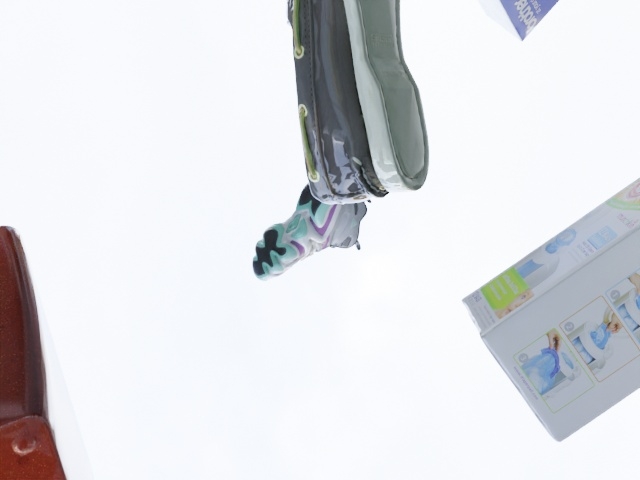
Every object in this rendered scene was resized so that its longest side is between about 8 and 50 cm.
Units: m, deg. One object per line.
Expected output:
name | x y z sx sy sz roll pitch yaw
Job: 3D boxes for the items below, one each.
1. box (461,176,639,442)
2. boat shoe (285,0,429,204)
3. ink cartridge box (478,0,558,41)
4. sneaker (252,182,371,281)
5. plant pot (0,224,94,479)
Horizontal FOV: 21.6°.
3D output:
box | 0.223 0.040 1.253 0.103 0.203 0.114 54 -175 -11
boat shoe | 0.010 -0.136 1.016 0.081 0.069 0.227 6 -106 -61
ink cartridge box | 0.151 -0.238 1.297 0.097 0.046 0.207 -48 -24 0
sneaker | 0.000 0.000 1.227 0.069 0.098 0.038 18 -143 -40
plant pot | -0.314 0.184 1.360 0.267 0.236 0.267 -20 -60 -15
